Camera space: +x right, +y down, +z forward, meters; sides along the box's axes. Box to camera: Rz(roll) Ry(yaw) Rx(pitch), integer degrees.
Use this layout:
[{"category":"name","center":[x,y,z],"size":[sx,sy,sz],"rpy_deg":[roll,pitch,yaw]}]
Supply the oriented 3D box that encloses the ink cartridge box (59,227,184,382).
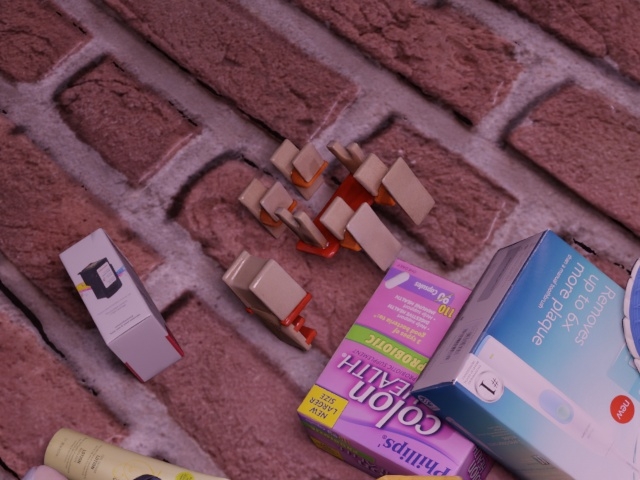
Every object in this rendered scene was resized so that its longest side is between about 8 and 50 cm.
[{"category":"ink cartridge box","center":[-0.271,0.088,1.671],"size":[0.072,0.127,0.175],"rpy_deg":[-34,55,-4]}]

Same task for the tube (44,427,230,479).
[{"category":"tube","center":[-0.237,0.306,1.567],"size":[0.240,0.070,0.062],"rpy_deg":[19,21,17]}]

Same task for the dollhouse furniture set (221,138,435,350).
[{"category":"dollhouse furniture set","center":[0.000,0.000,1.634],"size":[0.259,0.135,0.262],"rpy_deg":[-52,33,-16]}]

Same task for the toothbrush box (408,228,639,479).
[{"category":"toothbrush box","center":[0.286,0.167,1.379],"size":[0.295,0.126,0.216],"rpy_deg":[39,69,-9]}]

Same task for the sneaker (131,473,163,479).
[{"category":"sneaker","center":[-0.203,0.390,1.463],"size":[0.086,0.226,0.163],"rpy_deg":[5,21,42]}]

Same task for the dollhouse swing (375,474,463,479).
[{"category":"dollhouse swing","center":[0.140,0.466,1.295],"size":[0.315,0.305,0.347],"rpy_deg":[-37,51,23]}]

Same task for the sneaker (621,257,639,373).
[{"category":"sneaker","center":[0.419,0.147,1.282],"size":[0.129,0.147,0.330],"rpy_deg":[-9,84,-23]}]

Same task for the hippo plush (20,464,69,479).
[{"category":"hippo plush","center":[-0.390,0.400,1.495],"size":[0.236,0.234,0.294],"rpy_deg":[6,102,39]}]

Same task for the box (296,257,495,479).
[{"category":"box","center":[0.131,0.179,1.507],"size":[0.213,0.117,0.243],"rpy_deg":[24,68,27]}]
